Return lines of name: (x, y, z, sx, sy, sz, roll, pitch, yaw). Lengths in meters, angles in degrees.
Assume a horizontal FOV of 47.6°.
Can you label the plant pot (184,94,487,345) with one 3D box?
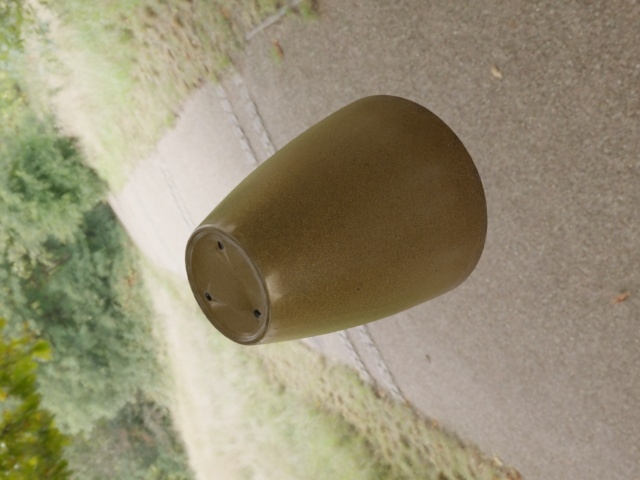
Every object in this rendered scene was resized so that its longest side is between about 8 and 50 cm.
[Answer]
plant pot: (0.000, 0.000, 0.731, 0.237, 0.254, 0.237, 23, 127, 36)
